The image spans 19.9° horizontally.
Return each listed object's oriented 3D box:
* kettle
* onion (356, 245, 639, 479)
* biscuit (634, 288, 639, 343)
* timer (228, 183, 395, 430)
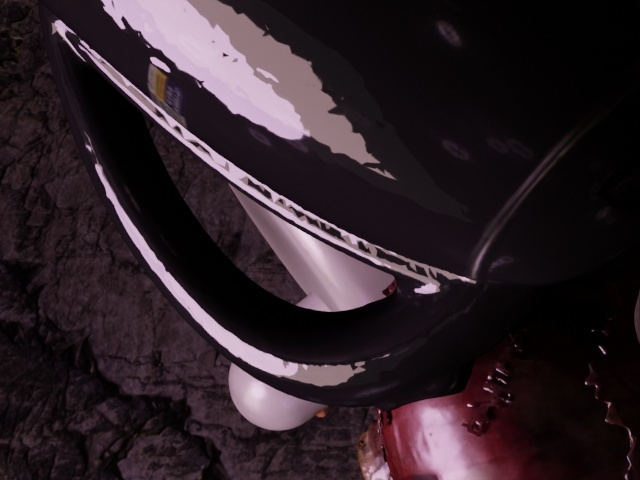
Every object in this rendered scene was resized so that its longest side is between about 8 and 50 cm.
[{"bbox_3d":[0.009,-0.079,0.751,0.290,0.268,0.207,46,-157,14],"label":"kettle"},{"bbox_3d":[0.115,0.080,0.870,0.252,0.219,0.252,35,-138,-39],"label":"onion"},{"bbox_3d":[0.212,0.061,0.381,0.237,0.062,0.291,17,-179,-14],"label":"biscuit"},{"bbox_3d":[0.000,0.000,1.316,0.233,0.240,0.233,53,175,7],"label":"timer"}]
